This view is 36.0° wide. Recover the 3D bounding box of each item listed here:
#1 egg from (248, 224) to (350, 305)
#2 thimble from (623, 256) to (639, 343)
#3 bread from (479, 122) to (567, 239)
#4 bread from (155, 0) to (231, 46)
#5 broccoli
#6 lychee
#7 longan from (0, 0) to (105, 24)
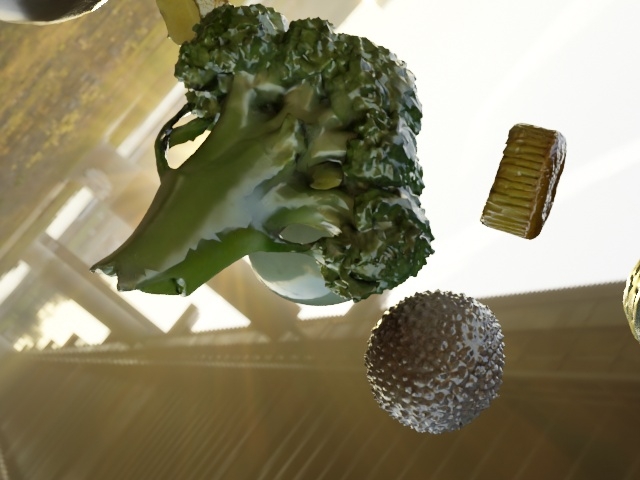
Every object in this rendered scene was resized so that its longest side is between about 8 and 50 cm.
[{"bbox_3d":[0.000,0.000,2.051,0.389,0.276,0.276,-2,-134,54],"label":"egg"},{"bbox_3d":[0.510,0.075,1.218,0.250,0.204,0.172,-20,-164,8],"label":"thimble"},{"bbox_3d":[0.455,-0.132,2.188,0.253,0.143,0.227,-68,159,-2],"label":"bread"},{"bbox_3d":[-0.216,-0.427,1.560,0.094,0.245,0.102,-23,-178,-42],"label":"bread"},{"bbox_3d":[-0.028,-0.043,0.840,0.186,0.254,0.302,132,-24,-68],"label":"broccoli"},{"bbox_3d":[0.234,0.240,1.987,0.300,0.300,0.300,-47,-169,12],"label":"lychee"},{"bbox_3d":[-0.248,-0.332,0.811,0.297,0.297,0.297,-47,-169,12],"label":"longan"}]
